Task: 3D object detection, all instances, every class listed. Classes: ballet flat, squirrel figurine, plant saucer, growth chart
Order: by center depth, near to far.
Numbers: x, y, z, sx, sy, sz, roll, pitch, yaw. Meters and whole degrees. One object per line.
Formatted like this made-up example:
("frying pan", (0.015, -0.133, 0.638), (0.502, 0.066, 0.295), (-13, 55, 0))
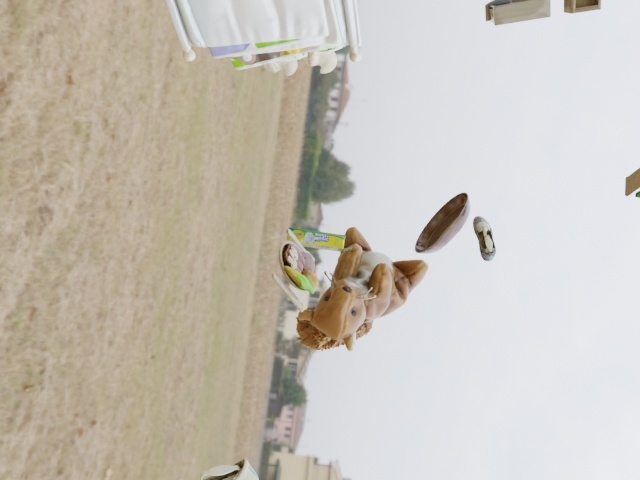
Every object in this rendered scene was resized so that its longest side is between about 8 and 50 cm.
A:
("growth chart", (-0.067, -0.266, 0.697), (0.172, 0.237, 0.021), (89, 0, -53))
("ballet flat", (-0.252, 0.516, 1.215), (0.086, 0.248, 0.086), (162, -90, -78))
("plant saucer", (0.272, -0.032, 1.296), (0.168, 0.029, 0.168), (-49, -172, 10))
("ballet flat", (0.372, -0.011, 1.335), (0.041, 0.041, 0.114), (101, -17, -64))
("squirrel figurine", (0.086, 0.208, 1.789), (0.370, 0.281, 0.397), (-47, 166, -54))

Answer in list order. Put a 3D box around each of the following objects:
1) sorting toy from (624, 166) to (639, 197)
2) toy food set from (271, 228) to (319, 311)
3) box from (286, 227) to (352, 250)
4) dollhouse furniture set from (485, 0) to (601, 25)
("sorting toy", (0.737, -0.127, 1.386), (0.062, 0.012, 0.083), (123, -16, -64))
("toy food set", (-0.046, 0.057, 1.352), (0.132, 0.038, 0.192), (51, 28, -26))
("box", (0.000, 0.000, 1.638), (0.105, 0.179, 0.043), (95, 5, -84))
("dollhouse furniture set", (0.544, -0.730, 1.513), (0.198, 0.286, 0.303), (-73, 155, -65))
